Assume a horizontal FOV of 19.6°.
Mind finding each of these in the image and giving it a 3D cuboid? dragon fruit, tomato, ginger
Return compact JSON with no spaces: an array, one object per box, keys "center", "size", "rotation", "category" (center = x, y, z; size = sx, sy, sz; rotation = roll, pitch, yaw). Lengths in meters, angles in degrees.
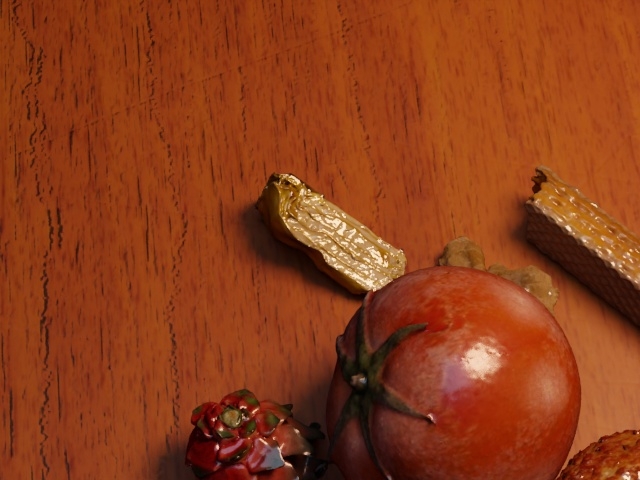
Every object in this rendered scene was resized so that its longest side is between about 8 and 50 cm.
[{"center":[-0.070,0.213,1.904],"size":[0.142,0.121,0.130],"rotation":[25,69,-11],"category":"dragon fruit"},{"center":[0.137,0.159,1.847],"size":[0.265,0.265,0.265],"rotation":[-1,61,2],"category":"tomato"},{"center":[0.198,0.049,2.007],"size":[0.096,0.067,0.165],"rotation":[-36,63,8],"category":"ginger"}]

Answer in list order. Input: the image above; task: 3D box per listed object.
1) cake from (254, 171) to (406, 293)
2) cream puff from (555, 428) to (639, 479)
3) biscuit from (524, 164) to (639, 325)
[{"center":[-0.002,0.004,2.063],"size":[0.185,0.116,0.080],"rotation":[33,68,-16],"category":"cake"},{"center":[0.325,0.297,1.810],"size":[0.240,0.164,0.240],"rotation":[1,76,-4],"category":"cream puff"},{"center":[0.361,0.059,1.981],"size":[0.378,0.094,0.054],"rotation":[40,70,21],"category":"biscuit"}]
